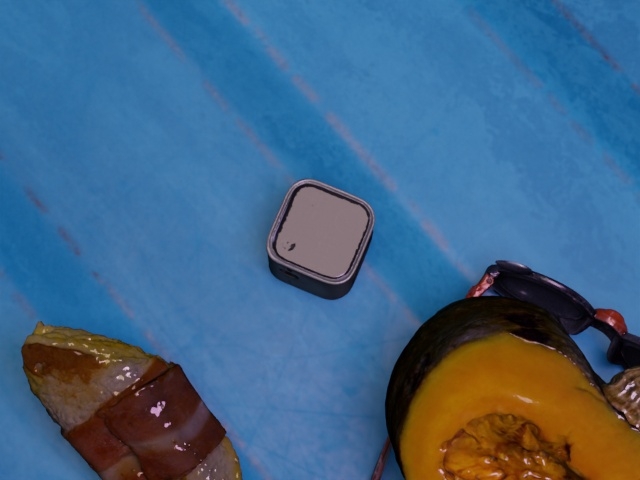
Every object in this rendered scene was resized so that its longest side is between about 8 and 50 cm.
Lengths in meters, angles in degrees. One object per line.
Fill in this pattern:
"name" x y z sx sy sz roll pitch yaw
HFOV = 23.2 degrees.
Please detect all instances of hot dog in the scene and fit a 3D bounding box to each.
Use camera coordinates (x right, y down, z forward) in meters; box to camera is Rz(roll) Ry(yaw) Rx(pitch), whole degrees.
"hot dog" -0.151 0.161 1.344 0.123 0.093 0.261 -24 109 28

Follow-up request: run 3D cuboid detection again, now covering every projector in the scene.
"projector" 0.000 0.000 1.395 0.083 0.082 0.083 22 79 4

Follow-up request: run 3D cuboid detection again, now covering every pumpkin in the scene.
"pumpkin" 0.204 0.171 1.263 0.317 0.139 0.222 45 104 6

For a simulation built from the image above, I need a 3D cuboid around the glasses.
"glasses" 0.183 0.173 1.348 0.234 0.118 0.268 34 79 4
